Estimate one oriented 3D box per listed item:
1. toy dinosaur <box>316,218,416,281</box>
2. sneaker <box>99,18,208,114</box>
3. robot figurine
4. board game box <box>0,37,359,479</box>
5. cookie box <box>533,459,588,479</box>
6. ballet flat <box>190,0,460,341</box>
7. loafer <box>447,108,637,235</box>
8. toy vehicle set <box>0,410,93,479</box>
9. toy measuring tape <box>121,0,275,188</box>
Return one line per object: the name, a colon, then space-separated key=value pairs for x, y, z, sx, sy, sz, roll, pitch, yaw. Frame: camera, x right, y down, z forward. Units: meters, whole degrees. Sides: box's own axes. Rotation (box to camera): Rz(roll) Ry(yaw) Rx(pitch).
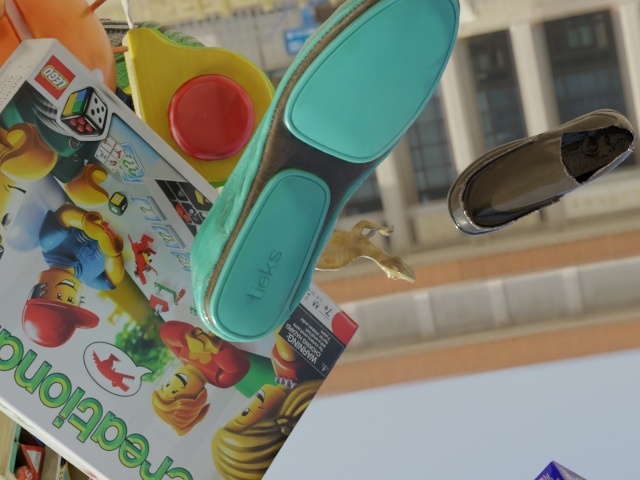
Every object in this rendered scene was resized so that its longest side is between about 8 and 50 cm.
toy dinosaur: x=0.000 y=0.000 z=1.331 sx=0.183 sy=0.053 sz=0.092 roll=3 pitch=-144 yaw=12
sneaker: x=-0.235 y=-0.128 z=1.335 sx=0.146 sy=0.134 sz=0.344 roll=33 pitch=-149 yaw=31
robot figurine: x=-0.240 y=-0.110 z=1.021 sx=0.219 sy=0.158 sz=0.128 roll=-27 pitch=-152 yaw=-10
board game box: x=-0.129 y=0.043 z=0.929 sx=0.053 sy=0.305 sz=0.193 roll=7 pitch=-121 yaw=54
cookie box: x=0.228 y=0.240 z=1.180 sx=0.040 sy=0.107 sz=0.092 roll=-47 pitch=-143 yaw=15
ballet flat: x=-0.009 y=-0.058 z=0.852 sx=0.083 sy=0.247 sz=0.087 roll=25 pitch=-168 yaw=-27
loafer: x=0.231 y=-0.077 z=1.497 sx=0.220 sy=0.080 sz=0.078 roll=-30 pitch=-176 yaw=-6
toy vehicle set: x=-0.195 y=0.110 z=1.085 sx=0.035 sy=0.166 sz=0.266 roll=-14 pitch=-134 yaw=15
toy measuring tape: x=-0.102 y=-0.161 z=1.168 sx=0.121 sy=0.330 sz=0.121 roll=-10 pitch=-174 yaw=1
